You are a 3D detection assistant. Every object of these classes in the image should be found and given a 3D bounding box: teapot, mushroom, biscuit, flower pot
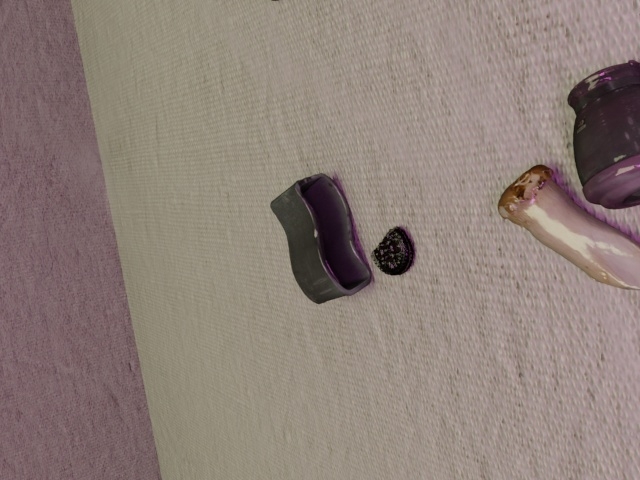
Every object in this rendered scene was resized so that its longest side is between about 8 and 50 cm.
[{"bbox_3d":[0.330,-0.121,0.617,0.148,0.116,0.146,-40,58,55],"label":"teapot"},{"bbox_3d":[0.312,-0.011,0.712,0.084,0.071,0.209,-51,58,10],"label":"mushroom"},{"bbox_3d":[0.121,0.019,1.004,0.089,0.027,0.087,7,107,52],"label":"biscuit"},{"bbox_3d":[0.000,0.000,1.096,0.108,0.103,0.229,-27,80,53],"label":"flower pot"}]
